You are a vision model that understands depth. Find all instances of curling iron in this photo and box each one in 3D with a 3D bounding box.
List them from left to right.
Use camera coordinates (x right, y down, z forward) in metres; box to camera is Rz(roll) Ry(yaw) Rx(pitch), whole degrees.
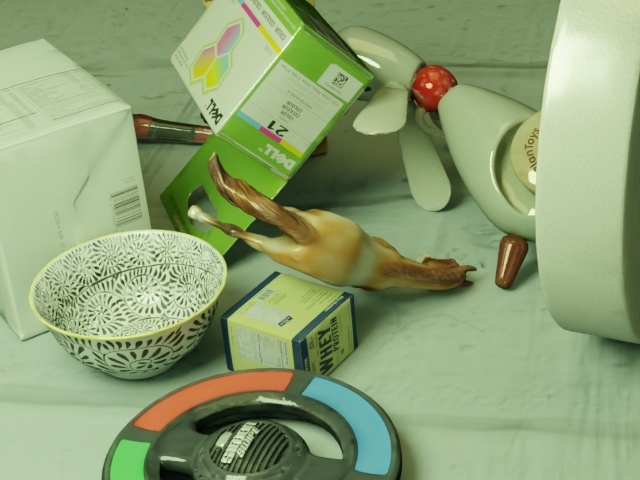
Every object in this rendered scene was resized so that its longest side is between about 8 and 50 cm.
[{"bbox_3d":[-0.199,-0.129,1.660,0.274,0.035,0.068,0,28,8],"label":"curling iron"}]

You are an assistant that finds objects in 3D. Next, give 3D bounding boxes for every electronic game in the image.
[{"bbox_3d":[-0.052,0.170,1.133,0.229,0.048,0.229,-4,32,3],"label":"electronic game"}]

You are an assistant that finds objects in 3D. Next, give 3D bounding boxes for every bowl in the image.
[{"bbox_3d":[-0.160,0.067,1.288,0.170,0.080,0.170,-5,31,3],"label":"bowl"}]

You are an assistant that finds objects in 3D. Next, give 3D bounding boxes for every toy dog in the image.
[{"bbox_3d":[0.127,-0.070,1.402,0.333,0.220,0.161,27,82,49],"label":"toy dog"}]

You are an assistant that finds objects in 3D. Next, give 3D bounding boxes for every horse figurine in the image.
[{"bbox_3d":[0.000,0.000,1.299,0.174,0.066,0.263,21,-2,36],"label":"horse figurine"}]

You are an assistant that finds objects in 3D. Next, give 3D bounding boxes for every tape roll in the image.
[{"bbox_3d":[0.264,-0.111,1.216,0.072,0.392,0.392,9,34,23],"label":"tape roll"}]

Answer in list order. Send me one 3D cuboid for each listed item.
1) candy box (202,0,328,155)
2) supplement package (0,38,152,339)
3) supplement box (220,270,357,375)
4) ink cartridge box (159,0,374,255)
[{"bbox_3d":[-0.057,-0.171,1.557,0.109,0.187,0.053,-14,32,-13],"label":"candy box"},{"bbox_3d":[-0.269,-0.055,1.395,0.149,0.194,0.203,-21,35,-25],"label":"supplement package"},{"bbox_3d":[-0.026,0.078,1.271,0.083,0.056,0.083,16,37,31],"label":"supplement box"},{"bbox_3d":[-0.089,-0.118,1.427,0.255,0.097,0.189,-50,33,11],"label":"ink cartridge box"}]
